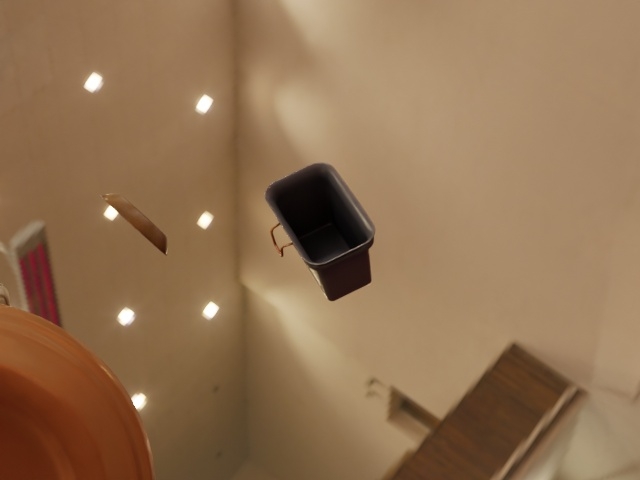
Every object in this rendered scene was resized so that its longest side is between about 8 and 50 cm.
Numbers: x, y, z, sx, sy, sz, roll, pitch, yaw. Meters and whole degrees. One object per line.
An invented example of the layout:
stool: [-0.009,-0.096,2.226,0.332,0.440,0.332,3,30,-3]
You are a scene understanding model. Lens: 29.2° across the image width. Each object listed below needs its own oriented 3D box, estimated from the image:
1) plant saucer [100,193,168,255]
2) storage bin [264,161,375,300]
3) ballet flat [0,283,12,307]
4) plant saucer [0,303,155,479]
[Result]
plant saucer: [-0.169,-0.018,1.148,0.015,0.083,0.083,-47,-23,-4]
storage bin: [0.000,0.000,1.347,0.098,0.135,0.091,-26,-40,-10]
ballet flat: [-0.397,0.069,1.358,0.087,0.083,0.247,-40,-55,12]
plant saucer: [-0.182,0.130,0.606,0.200,0.200,0.037,-57,10,1]
